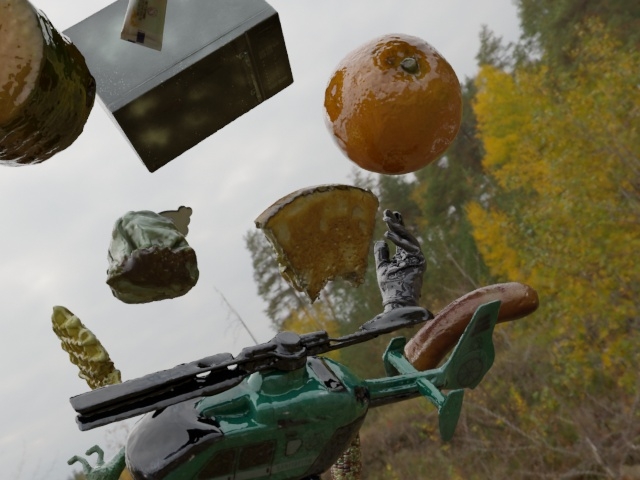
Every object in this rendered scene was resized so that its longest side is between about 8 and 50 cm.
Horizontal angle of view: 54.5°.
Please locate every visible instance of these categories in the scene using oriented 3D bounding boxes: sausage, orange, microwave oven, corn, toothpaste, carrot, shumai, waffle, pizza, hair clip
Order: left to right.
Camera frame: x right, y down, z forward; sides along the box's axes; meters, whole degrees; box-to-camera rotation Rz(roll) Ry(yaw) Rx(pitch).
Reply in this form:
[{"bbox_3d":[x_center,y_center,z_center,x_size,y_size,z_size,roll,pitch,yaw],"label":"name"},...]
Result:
[{"bbox_3d":[-0.459,-0.228,0.825,0.242,0.241,0.340,-36,-4,0],"label":"carrot"},{"bbox_3d":[-0.499,0.258,1.347,0.056,0.250,0.261,-35,-23,-29],"label":"waffle"},{"bbox_3d":[-0.292,0.057,1.028,0.184,0.184,0.142,-40,12,22],"label":"shumai"},{"bbox_3d":[-0.296,-0.505,1.125,0.056,0.058,0.314,-21,-40,-52],"label":"toothpaste"},{"bbox_3d":[-0.402,0.014,1.603,0.140,0.220,0.054,5,2,-38],"label":"hair clip"},{"bbox_3d":[-0.343,-0.440,1.497,0.432,0.374,0.236,-35,-26,-11],"label":"microwave oven"},{"bbox_3d":[0.000,0.000,1.225,0.324,0.222,0.090,-16,14,-43],"label":"pizza"},{"bbox_3d":[0.060,0.506,1.615,0.086,0.253,0.086,-5,-3,0],"label":"corn"},{"bbox_3d":[0.157,-0.294,1.354,0.312,0.312,0.312,-34,-11,-8],"label":"orange"},{"bbox_3d":[0.291,0.169,1.247,0.302,0.102,0.076,-35,1,7],"label":"sausage"}]

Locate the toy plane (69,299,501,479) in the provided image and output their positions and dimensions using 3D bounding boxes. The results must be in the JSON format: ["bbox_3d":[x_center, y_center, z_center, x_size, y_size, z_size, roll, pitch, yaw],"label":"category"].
[{"bbox_3d":[-0.003,0.137,0.512,0.382,0.106,0.155,-4,-64,-27],"label":"toy plane"}]

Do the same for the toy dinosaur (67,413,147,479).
[{"bbox_3d":[-0.529,0.520,1.506,0.076,0.129,0.382,-44,17,49],"label":"toy dinosaur"}]

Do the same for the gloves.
[{"bbox_3d":[0.176,0.064,1.423,0.119,0.285,0.142,13,-24,-38],"label":"gloves"}]
